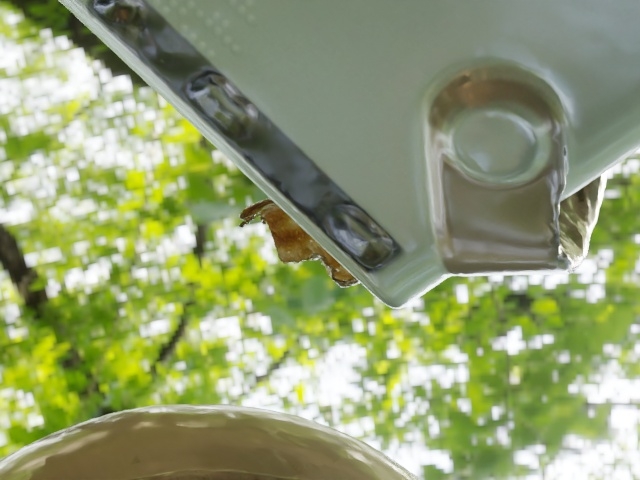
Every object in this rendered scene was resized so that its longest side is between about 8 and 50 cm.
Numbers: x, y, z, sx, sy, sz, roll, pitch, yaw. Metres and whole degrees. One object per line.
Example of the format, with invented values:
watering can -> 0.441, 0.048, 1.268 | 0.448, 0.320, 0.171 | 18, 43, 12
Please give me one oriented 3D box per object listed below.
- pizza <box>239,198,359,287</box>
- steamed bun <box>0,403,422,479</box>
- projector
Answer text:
pizza -> 0.000, 0.000, 0.781 | 0.083, 0.016, 0.037 | 19, -99, 0
steamed bun -> -0.067, 0.262, 0.834 | 0.374, 0.375, 0.241 | -13, -171, -9
projector -> 0.035, -0.109, 0.515 | 0.177, 0.242, 0.163 | -35, -162, 35
